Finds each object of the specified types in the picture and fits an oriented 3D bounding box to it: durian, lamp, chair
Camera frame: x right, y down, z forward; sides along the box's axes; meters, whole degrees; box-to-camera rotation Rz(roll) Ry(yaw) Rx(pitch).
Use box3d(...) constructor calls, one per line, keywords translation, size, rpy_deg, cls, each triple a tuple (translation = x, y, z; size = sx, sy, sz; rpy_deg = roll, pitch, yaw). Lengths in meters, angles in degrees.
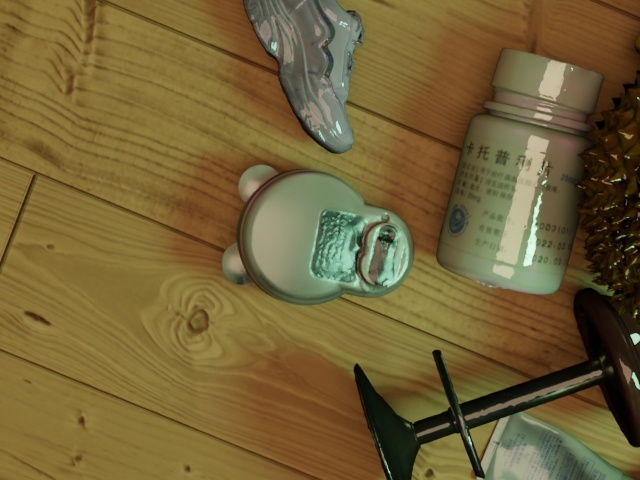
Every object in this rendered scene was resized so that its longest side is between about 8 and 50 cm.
box3d(translation=(0.480, -0.070, 1.377), size=(0.348, 0.347, 0.384), rpy_deg=(40, 75, -4), cls="durian")
box3d(translation=(0.001, 0.000, 1.546), size=(0.246, 0.108, 0.179), rpy_deg=(12, 93, -7), cls="lamp")
box3d(translation=(0.264, 0.199, 1.508), size=(0.401, 0.226, 0.226), rpy_deg=(-20, 96, 3), cls="chair")

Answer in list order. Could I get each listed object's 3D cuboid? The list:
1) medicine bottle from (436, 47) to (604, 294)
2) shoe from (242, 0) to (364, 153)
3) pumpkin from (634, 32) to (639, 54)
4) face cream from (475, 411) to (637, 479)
box3d(translation=(0.260, -0.087, 1.499), size=(0.170, 0.170, 0.292), rpy_deg=(15, 97, -1), cls="medicine bottle")
box3d(translation=(0.005, -0.237, 1.524), size=(0.138, 0.095, 0.245), rpy_deg=(-26, 89, 7), cls="shoe")
box3d(translation=(0.508, -0.320, 1.435), size=(0.163, 0.111, 0.278), rpy_deg=(-11, 131, -21), cls="pumpkin")
box3d(translation=(0.336, 0.321, 1.609), size=(0.224, 0.070, 0.114), rpy_deg=(23, 94, 11), cls="face cream")
